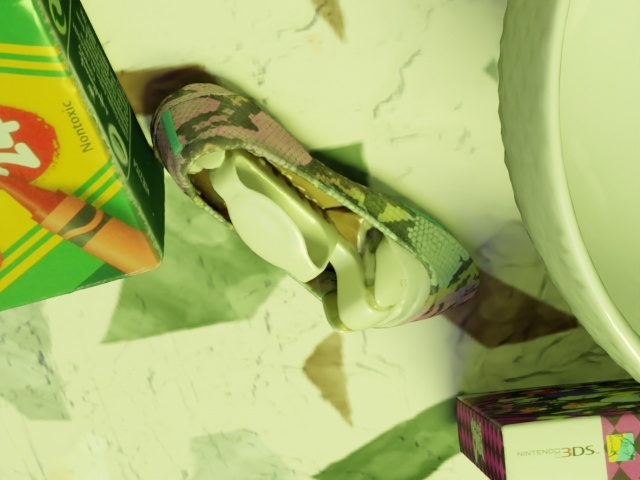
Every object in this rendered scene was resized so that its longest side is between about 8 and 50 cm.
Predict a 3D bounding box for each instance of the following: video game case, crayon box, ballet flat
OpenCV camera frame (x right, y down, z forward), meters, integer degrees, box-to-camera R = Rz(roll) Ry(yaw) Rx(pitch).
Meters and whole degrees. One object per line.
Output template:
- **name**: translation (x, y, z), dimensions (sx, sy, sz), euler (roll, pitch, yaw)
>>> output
- **video game case**: translation (0.188, 0.100, 1.002), dimensions (0.210, 0.232, 0.042), euler (-5, 89, -1)
- **crayon box**: translation (-0.258, -0.039, 0.911), dimensions (0.318, 0.081, 0.202), euler (-15, 131, 8)
- **ballet flat**: translation (0.000, 0.000, 0.972), dimensions (0.221, 0.079, 0.077), euler (35, 118, -30)

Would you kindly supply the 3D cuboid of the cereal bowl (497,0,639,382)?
- **cereal bowl**: translation (0.229, -0.076, 0.847), dimensions (0.339, 0.141, 0.339), euler (-3, 99, -17)
